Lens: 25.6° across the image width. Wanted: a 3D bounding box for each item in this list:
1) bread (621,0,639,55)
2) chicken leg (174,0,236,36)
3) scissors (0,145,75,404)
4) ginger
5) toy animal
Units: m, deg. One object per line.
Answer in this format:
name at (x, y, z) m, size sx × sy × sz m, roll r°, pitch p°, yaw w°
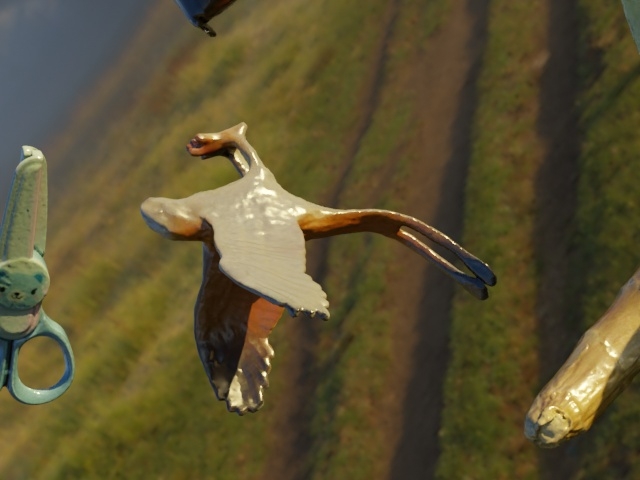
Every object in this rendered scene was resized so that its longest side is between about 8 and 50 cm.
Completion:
bread at (0.246, -0.081, 0.765) m, size 0.094 × 0.245 × 0.102 m, roll -22°, pitch 1°, yaw -14°
chicken leg at (-0.128, -0.185, 0.497) m, size 0.093 × 0.304 × 0.113 m, roll -51°, pitch 23°, yaw 25°
scissors at (-0.269, 0.037, 1.254) m, size 0.030 × 0.125 × 0.256 m, roll -122°, pitch 40°, yaw -56°
ginger at (0.267, 0.057, 1.098) m, size 0.294 × 0.086 × 0.131 m, roll -45°, pitch 20°, yaw -12°
toy animal at (-0.015, -0.017, 1.440) m, size 0.284 × 0.302 × 0.225 m, roll -24°, pitch -22°, yaw -26°
